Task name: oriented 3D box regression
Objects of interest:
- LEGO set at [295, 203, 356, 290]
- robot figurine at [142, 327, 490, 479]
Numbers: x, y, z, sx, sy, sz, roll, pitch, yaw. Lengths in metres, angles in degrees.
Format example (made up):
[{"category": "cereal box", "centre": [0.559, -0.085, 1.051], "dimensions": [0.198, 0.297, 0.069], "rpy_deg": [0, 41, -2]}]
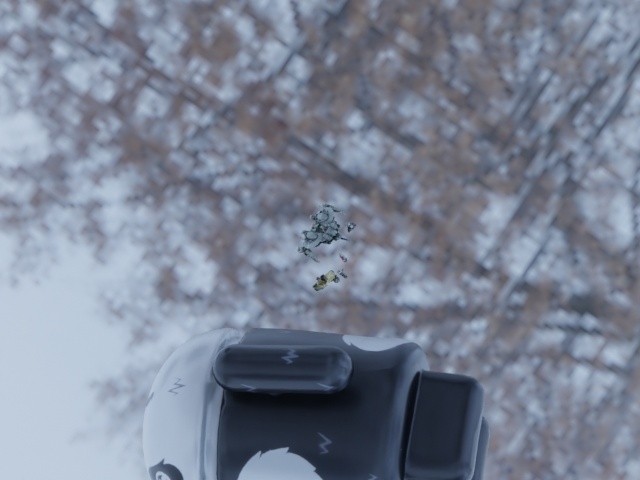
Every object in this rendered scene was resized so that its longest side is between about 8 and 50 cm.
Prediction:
[{"category": "LEGO set", "centre": [0.002, 0.000, 1.495], "dimensions": [0.054, 0.083, 0.023], "rpy_deg": [-39, -51, 11]}, {"category": "robot figurine", "centre": [-0.007, 0.162, 1.539], "dimensions": [0.173, 0.278, 0.209], "rpy_deg": [-50, -38, -70]}]
